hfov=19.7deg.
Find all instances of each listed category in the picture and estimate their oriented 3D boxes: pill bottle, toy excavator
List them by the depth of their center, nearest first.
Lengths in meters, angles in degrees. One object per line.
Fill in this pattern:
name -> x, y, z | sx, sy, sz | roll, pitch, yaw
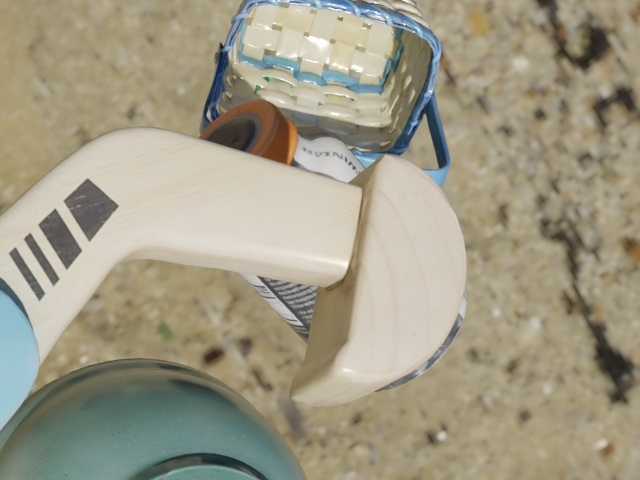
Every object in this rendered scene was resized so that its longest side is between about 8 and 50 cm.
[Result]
toy excavator -> -0.192, 0.031, 0.908 | 0.433, 0.222, 0.445 | 40, 67, -6
pill bottle -> 0.000, 0.000, 1.442 | 0.246, 0.130, 0.130 | 48, 30, -34

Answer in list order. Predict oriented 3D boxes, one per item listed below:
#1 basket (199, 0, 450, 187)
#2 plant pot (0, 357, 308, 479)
basket -> 0.009, -0.161, 1.944 | 0.254, 0.201, 0.289 | 13, 32, -7
plant pot -> -0.121, 0.248, 1.443 | 0.293, 0.196, 0.293 | -1, 93, -21
